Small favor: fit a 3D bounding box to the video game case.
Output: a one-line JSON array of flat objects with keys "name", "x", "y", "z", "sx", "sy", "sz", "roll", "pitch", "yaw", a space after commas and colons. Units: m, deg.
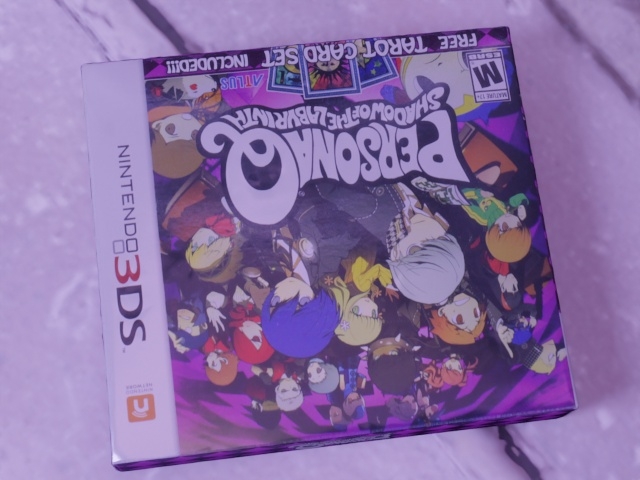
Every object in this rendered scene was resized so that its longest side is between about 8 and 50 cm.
[{"name": "video game case", "x": 0.000, "y": 0.000, "z": 0.623, "sx": 0.232, "sy": 0.042, "sz": 0.210, "roll": -5, "pitch": 75, "yaw": -5}]
